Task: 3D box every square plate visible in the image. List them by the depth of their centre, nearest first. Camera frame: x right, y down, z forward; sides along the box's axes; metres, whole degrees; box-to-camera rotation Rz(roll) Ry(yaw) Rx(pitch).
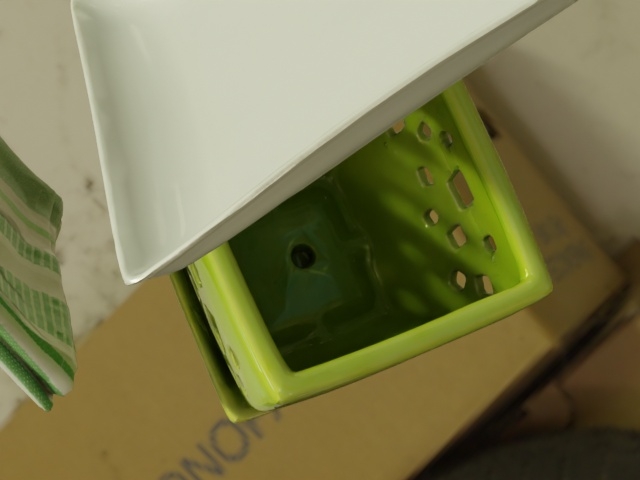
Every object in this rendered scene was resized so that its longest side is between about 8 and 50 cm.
[{"bbox_3d":[0.008,-0.157,0.952,0.347,0.049,0.344,-34,37,11],"label":"square plate"}]

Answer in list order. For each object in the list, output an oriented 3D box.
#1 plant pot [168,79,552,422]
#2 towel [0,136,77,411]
[{"bbox_3d":[0.000,0.000,1.160,0.228,0.227,0.207,-20,-11,-20],"label":"plant pot"},{"bbox_3d":[-0.267,-0.039,1.166,0.038,0.248,0.325,-35,27,7],"label":"towel"}]
